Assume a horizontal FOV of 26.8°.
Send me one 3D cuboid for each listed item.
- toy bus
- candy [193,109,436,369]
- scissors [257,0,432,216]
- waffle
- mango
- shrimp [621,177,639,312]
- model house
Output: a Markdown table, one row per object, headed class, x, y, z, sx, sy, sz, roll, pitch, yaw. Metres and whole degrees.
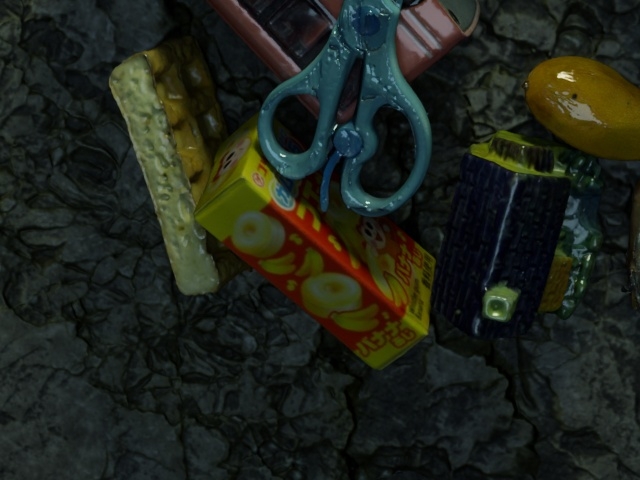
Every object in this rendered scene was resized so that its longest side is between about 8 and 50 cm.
| class | x | y | z | sx | sy | sz | roll | pitch | yaw |
| --- | --- | --- | --- | --- | --- | --- | --- | --- | --- |
| toy bus | -0.038 | -0.329 | 1.384 | 0.233 | 0.203 | 0.427 | -41 | 97 | 21 |
| candy | 0.000 | 0.000 | 1.447 | 0.276 | 0.146 | 0.088 | 41 | 123 | -18 |
| scissors | 0.049 | -0.198 | 1.289 | 0.180 | 0.032 | 0.393 | 19 | 117 | 6 |
| waffle | -0.141 | -0.083 | 1.478 | 0.057 | 0.168 | 0.274 | -15 | 101 | 19 |
| mango | 0.304 | -0.138 | 1.439 | 0.190 | 0.075 | 0.098 | 19 | 83 | -7 |
| shrimp | 0.371 | -0.003 | 1.465 | 0.101 | 0.042 | 0.190 | 40 | 129 | 43 |
| model house | 0.215 | -0.003 | 1.421 | 0.170 | 0.211 | 0.194 | 16 | 105 | 7 |
